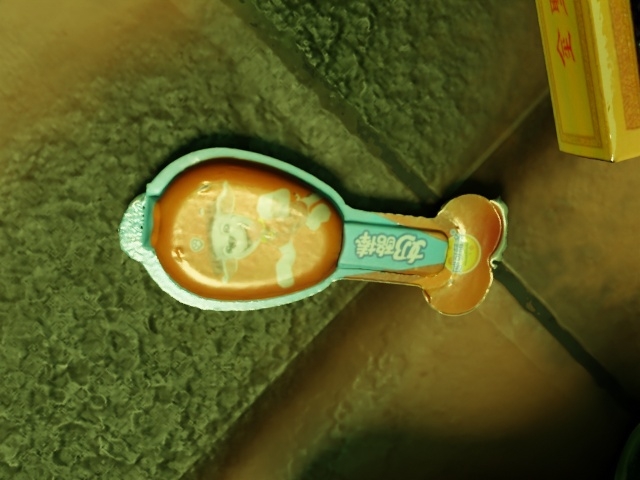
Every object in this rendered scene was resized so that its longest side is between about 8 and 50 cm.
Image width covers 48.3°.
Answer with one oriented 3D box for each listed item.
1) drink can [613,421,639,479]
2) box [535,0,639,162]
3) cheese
[{"bbox_3d":[0.320,0.203,0.500,0.204,0.118,0.118,26,97,1],"label":"drink can"},{"bbox_3d":[0.279,-0.168,0.451,0.274,0.076,0.174,-15,102,-5],"label":"box"},{"bbox_3d":[0.000,0.000,0.465,0.256,0.037,0.106,6,102,-8],"label":"cheese"}]
